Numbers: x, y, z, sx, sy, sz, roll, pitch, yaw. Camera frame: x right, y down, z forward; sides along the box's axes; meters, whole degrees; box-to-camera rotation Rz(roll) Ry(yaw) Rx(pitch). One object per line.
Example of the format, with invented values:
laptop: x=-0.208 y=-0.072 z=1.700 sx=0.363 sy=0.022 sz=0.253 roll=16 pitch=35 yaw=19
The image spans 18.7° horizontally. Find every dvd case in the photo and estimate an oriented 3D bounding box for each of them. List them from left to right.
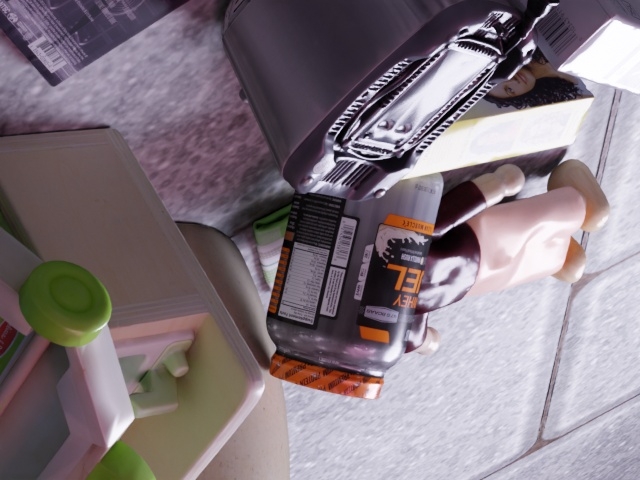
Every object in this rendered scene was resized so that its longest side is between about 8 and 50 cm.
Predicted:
dvd case: x=-0.107 y=-0.193 z=1.212 sx=0.221 sy=0.018 sz=0.164 roll=-32 pitch=155 yaw=2

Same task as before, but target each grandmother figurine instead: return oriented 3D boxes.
grandmother figurine: x=0.113 y=0.018 z=1.750 sx=0.342 sy=0.104 sz=0.208 roll=-11 pitch=123 yaw=-45

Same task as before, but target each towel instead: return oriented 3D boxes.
towel: x=0.000 y=0.000 z=1.698 sx=0.113 sy=0.023 sz=0.152 roll=-30 pitch=156 yaw=-7

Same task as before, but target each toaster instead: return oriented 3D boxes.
toaster: x=0.038 y=-0.144 z=1.319 sx=0.227 sy=0.146 sz=0.129 roll=-43 pitch=154 yaw=26

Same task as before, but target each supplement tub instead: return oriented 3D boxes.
supplement tub: x=0.024 y=0.025 z=1.557 sx=0.117 sy=0.117 sz=0.190 roll=10 pitch=93 yaw=-56

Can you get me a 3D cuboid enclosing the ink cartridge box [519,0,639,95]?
ink cartridge box: x=0.230 y=-0.179 z=1.458 sx=0.065 sy=0.165 sz=0.333 roll=-45 pitch=152 yaw=24

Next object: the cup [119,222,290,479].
cup: x=-0.156 y=0.181 z=1.597 sx=0.331 sy=0.237 sz=0.331 roll=-26 pitch=156 yaw=-13

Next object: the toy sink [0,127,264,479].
toy sink: x=-0.172 y=0.061 z=1.352 sx=0.131 sy=0.234 sz=0.153 roll=-9 pitch=148 yaw=-42

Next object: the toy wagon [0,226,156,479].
toy wagon: x=-0.226 y=0.099 z=1.257 sx=0.267 sy=0.344 sz=0.068 roll=-52 pitch=180 yaw=38

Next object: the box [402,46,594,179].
box: x=0.094 y=-0.103 z=1.516 sx=0.232 sy=0.087 sz=0.058 roll=-14 pitch=142 yaw=-30
